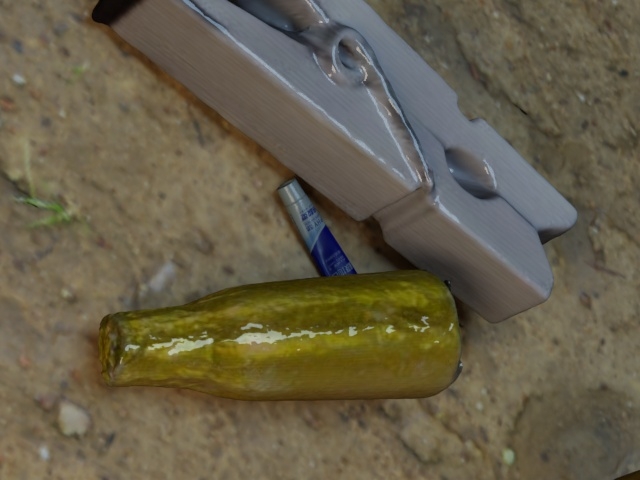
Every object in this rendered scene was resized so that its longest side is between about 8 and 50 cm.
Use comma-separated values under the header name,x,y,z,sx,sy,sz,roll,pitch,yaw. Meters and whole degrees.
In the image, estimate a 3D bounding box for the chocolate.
name,x,y,z,sx,sy,sz,roll,pitch,yaw
chocolate,-0.024,0.057,1.097,0.219,0.086,0.085,0,75,-32

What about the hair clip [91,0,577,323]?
name,x,y,z,sx,sy,sz,roll,pitch,yaw
hair clip,0.019,-0.080,1.173,0.331,0.085,0.101,41,47,-20

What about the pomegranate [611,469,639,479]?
name,x,y,z,sx,sy,sz,roll,pitch,yaw
pomegranate,0.222,0.268,1.072,0.307,0.307,0.307,13,67,-33

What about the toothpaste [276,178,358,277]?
name,x,y,z,sx,sy,sz,roll,pitch,yaw
toothpaste,0.000,0.000,1.176,0.024,0.015,0.083,-36,102,-31
